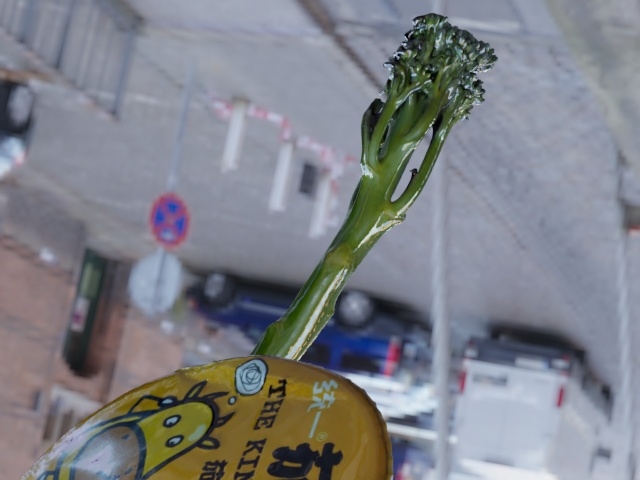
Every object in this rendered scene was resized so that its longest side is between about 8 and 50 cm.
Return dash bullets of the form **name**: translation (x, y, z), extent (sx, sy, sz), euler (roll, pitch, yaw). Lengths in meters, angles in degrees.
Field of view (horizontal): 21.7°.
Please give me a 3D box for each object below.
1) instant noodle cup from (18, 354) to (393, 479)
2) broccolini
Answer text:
- **instant noodle cup**: translation (-0.034, 0.184, 0.760), extent (0.216, 0.216, 0.172), euler (1, 135, 38)
- **broccolini**: translation (0.004, 0.003, 1.216), extent (0.079, 0.392, 0.074), euler (33, 169, 10)
